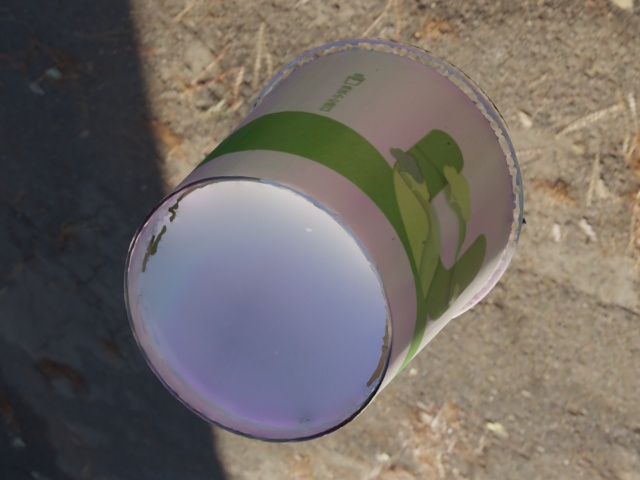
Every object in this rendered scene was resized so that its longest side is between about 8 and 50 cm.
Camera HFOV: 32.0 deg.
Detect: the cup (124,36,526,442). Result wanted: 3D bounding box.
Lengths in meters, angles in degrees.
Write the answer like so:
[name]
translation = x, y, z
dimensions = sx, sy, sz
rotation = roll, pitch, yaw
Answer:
[cup]
translation = 0.000, 0.000, 0.818
dimensions = 0.253, 0.274, 0.253
rotation = 8, 112, 20
